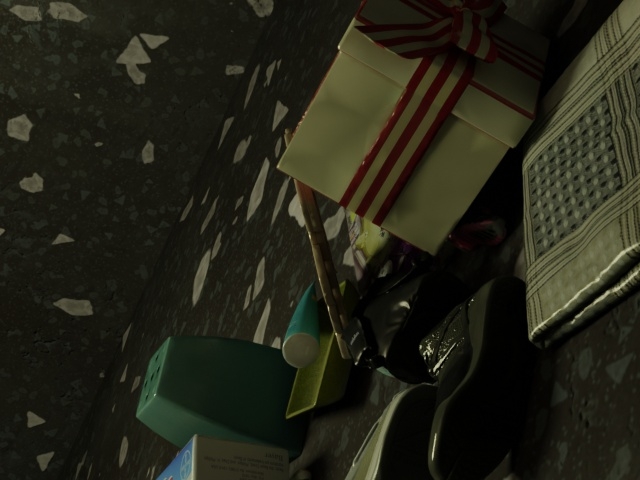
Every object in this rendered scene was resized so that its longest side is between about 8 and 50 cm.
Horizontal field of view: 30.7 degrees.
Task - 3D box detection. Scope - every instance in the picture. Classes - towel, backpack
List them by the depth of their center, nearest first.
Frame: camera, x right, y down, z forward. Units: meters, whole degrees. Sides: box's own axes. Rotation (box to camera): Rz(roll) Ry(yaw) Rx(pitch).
[{"bbox_3d":[0.286,-0.093,1.119,0.324,0.056,0.312,-49,25,48],"label":"towel"},{"bbox_3d":[0.101,0.104,1.373,0.152,0.115,0.182,-57,11,-11],"label":"backpack"}]

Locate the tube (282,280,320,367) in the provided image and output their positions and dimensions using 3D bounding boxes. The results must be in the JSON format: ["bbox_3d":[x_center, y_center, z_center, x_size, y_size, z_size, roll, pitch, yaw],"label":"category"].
[{"bbox_3d":[-0.025,0.125,1.706,0.207,0.052,0.080,-87,22,-74],"label":"tube"}]

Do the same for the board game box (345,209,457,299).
[{"bbox_3d":[0.111,-0.029,1.634,0.208,0.056,0.347,-57,20,25],"label":"board game box"}]

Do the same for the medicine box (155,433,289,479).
[{"bbox_3d":[-0.159,0.465,1.661,0.263,0.149,0.289,130,147,-49],"label":"medicine box"}]

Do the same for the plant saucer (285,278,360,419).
[{"bbox_3d":[0.012,0.166,1.686,0.188,0.045,0.188,137,150,-70],"label":"plant saucer"}]

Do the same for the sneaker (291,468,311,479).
[{"bbox_3d":[-0.039,0.365,1.662,0.037,0.032,0.083,-97,31,-59],"label":"sneaker"}]

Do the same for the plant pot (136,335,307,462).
[{"bbox_3d":[-0.155,0.249,1.816,0.165,0.234,0.165,133,152,-53],"label":"plant pot"}]

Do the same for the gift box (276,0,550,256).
[{"bbox_3d":[0.101,-0.178,1.357,0.258,0.276,0.255,-58,9,34],"label":"gift box"}]

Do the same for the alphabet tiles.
[{"bbox_3d":[0.000,0.000,1.499,0.284,0.021,0.278,74,-178,-48],"label":"alphabet tiles"}]

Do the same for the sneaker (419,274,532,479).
[{"bbox_3d":[0.151,0.154,1.209,0.130,0.087,0.227,-41,29,62],"label":"sneaker"}]

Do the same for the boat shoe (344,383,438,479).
[{"bbox_3d":[0.061,0.309,1.271,0.103,0.118,0.320,150,142,-75],"label":"boat shoe"}]

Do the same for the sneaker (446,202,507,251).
[{"bbox_3d":[0.189,-0.023,1.382,0.057,0.047,0.119,-62,15,-16],"label":"sneaker"}]
